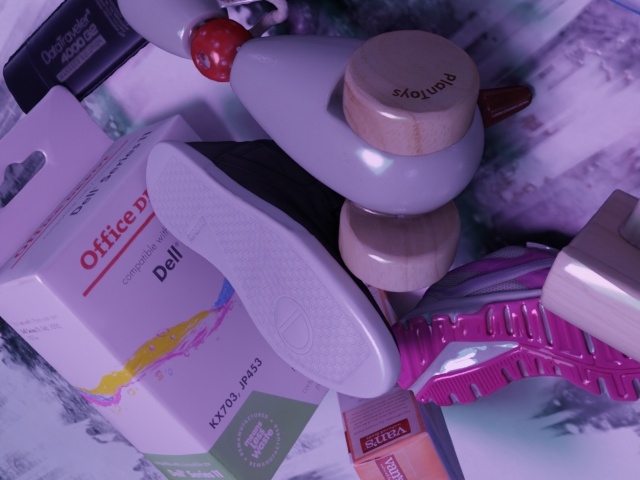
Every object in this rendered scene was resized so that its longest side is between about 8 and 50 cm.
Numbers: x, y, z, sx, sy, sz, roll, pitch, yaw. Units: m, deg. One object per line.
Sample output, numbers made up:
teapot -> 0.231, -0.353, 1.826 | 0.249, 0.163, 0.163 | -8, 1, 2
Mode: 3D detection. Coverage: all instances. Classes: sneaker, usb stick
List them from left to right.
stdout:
usb stick -> -0.209, -0.177, 0.988 | 0.278, 0.045, 0.077 | -23, 103, 52
sneaker -> 0.000, -0.001, 0.854 | 0.296, 0.147, 0.104 | 42, 133, 38
sneaker -> 0.176, 0.047, 0.814 | 0.252, 0.111, 0.103 | -3, 121, 18

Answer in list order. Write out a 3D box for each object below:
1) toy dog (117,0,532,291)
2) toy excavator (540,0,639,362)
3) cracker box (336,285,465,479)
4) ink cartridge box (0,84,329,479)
toy dog -> 0.013, -0.129, 0.778 | 0.333, 0.161, 0.220 | 52, 149, 12
toy excavator -> 0.227, -0.129, 0.497 | 0.222, 0.445, 0.432 | 31, 98, 18
cracker box -> 0.068, 0.160, 0.933 | 0.067, 0.232, 0.155 | -24, 116, 5
ink cartridge box -> -0.144, 0.039, 0.979 | 0.119, 0.207, 0.353 | -12, 126, 50
